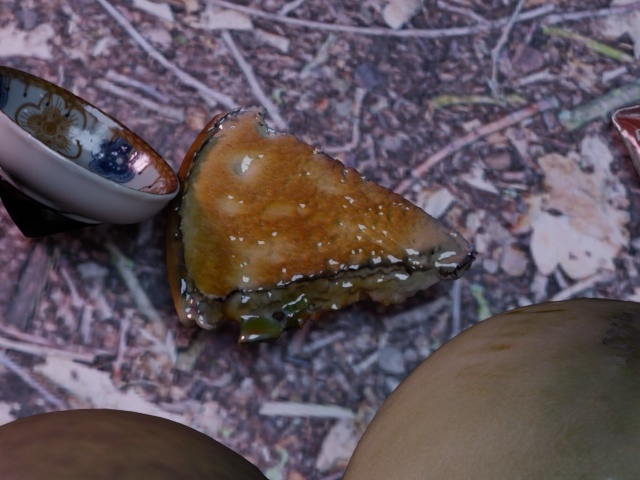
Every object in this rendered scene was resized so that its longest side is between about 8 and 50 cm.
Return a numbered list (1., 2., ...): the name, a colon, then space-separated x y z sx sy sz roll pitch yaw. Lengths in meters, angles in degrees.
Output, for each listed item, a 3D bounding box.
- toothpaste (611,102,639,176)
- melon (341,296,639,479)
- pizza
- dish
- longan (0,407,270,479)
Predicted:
1. toothpaste: 0.261 0.006 1.106 0.062 0.039 0.239 -10 62 -13
2. melon: 0.136 0.158 0.849 0.271 0.272 0.308 23 31 -2
3. pizza: 0.000 0.000 1.027 0.195 0.052 0.185 11 52 -4
4. dish: -0.164 -0.036 0.990 0.141 0.078 0.141 32 13 -8
5. longan: -0.104 0.201 0.787 0.248 0.248 0.248 7 60 -12
